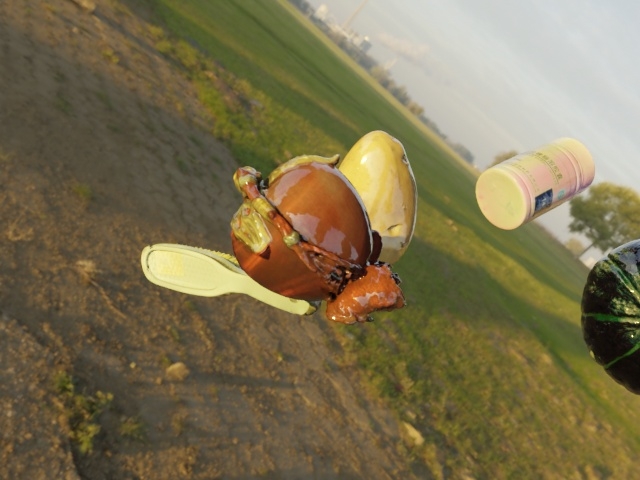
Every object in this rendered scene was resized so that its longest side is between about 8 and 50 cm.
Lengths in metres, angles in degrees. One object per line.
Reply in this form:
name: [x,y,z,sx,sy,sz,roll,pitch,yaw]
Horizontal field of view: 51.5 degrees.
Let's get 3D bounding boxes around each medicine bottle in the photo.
medicine bottle: [0.508,-0.138,1.565,0.254,0.152,0.152,-25,58,-27]

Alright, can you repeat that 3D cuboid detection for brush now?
brush: [-0.114,0.046,0.887,0.297,0.068,0.060,11,21,30]

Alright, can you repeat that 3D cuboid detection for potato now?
potato: [0.082,-0.045,1.018,0.161,0.234,0.128,10,18,-46]

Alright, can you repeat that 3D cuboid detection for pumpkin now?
pumpkin: [0.748,0.162,1.427,0.363,0.363,0.266,48,20,25]

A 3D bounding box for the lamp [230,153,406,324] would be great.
lamp: [-0.011,0.004,0.738,0.223,0.151,0.215,63,11,-11]
